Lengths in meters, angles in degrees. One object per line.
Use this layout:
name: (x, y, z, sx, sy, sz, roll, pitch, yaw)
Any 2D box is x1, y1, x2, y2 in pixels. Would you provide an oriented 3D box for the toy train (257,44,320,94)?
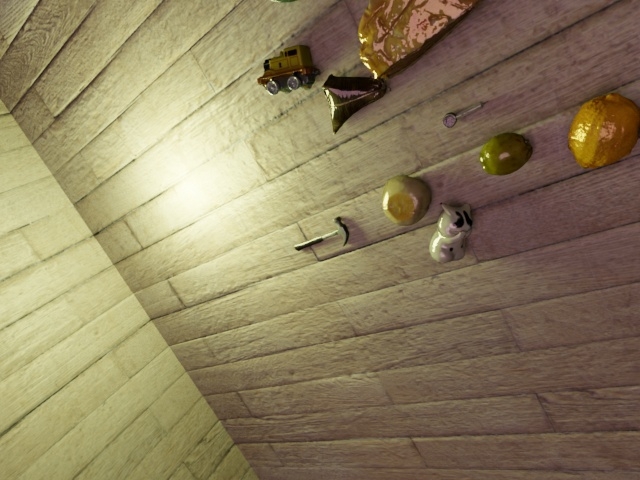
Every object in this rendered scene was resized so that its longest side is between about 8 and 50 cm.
toy train: (-0.099, -0.512, 1.387, 0.220, 0.089, 0.127, -1, 105, 31)

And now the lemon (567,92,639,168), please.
lemon: (0.654, -0.247, 1.063, 0.142, 0.142, 0.187, 21, 131, 19)

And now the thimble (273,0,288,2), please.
thimble: (-0.099, -0.728, 1.259, 0.119, 0.090, 0.135, 16, 122, 21)

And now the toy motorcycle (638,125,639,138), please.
toy motorcycle: (0.785, -0.315, 0.966, 0.171, 0.110, 0.260, 14, 110, -21)

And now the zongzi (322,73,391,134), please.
zongzi: (0.111, -0.389, 1.345, 0.187, 0.084, 0.184, 8, 134, 21)

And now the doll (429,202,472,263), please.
doll: (0.390, -0.018, 1.366, 0.107, 0.111, 0.180, -124, 35, -45)

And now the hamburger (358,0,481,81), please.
hamburger: (0.226, -0.568, 1.118, 0.330, 0.162, 0.208, -29, 97, 40)

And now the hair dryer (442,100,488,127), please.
hair dryer: (0.386, -0.339, 1.223, 0.124, 0.063, 0.037, -22, 102, 24)

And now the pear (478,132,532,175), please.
pear: (0.482, -0.227, 1.201, 0.131, 0.107, 0.107, -33, 97, 29)

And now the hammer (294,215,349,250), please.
hammer: (0.000, 0.000, 1.653, 0.246, 0.029, 0.103, -24, 102, 39)

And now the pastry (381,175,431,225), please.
pastry: (0.257, -0.120, 1.397, 0.157, 0.092, 0.156, 12, 114, 28)
